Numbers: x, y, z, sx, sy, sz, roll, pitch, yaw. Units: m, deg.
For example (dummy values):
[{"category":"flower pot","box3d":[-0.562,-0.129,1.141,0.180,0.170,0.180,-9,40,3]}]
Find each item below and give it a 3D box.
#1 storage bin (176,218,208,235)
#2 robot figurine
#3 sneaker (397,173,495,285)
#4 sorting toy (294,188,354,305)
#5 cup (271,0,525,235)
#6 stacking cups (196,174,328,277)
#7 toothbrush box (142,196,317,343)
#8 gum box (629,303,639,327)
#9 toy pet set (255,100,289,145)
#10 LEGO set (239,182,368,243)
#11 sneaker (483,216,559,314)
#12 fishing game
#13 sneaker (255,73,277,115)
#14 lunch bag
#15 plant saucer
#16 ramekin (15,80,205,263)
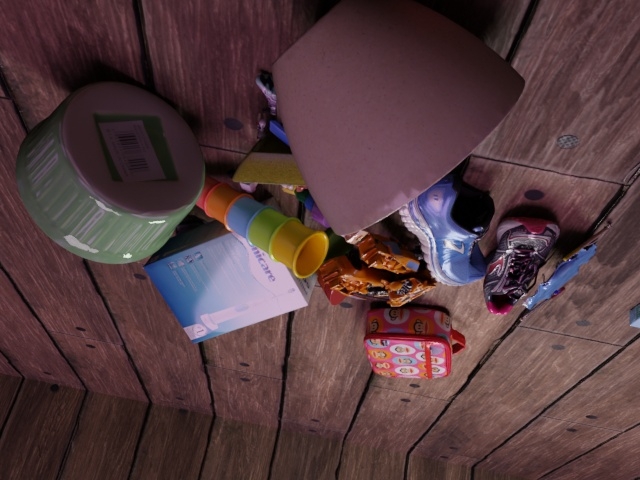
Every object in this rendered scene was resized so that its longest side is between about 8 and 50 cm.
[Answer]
[{"category":"storage bin","box3d":[-0.279,0.024,1.685,0.098,0.091,0.135,-4,148,25]},{"category":"robot figurine","box3d":[0.139,0.072,1.545,0.211,0.085,0.291,-32,148,28]},{"category":"sneaker","box3d":[0.268,-0.014,1.383,0.147,0.129,0.330,-4,147,30]},{"category":"sorting toy","box3d":[0.000,0.000,1.567,0.126,0.127,0.365,32,157,26]},{"category":"cup","box3d":[0.072,-0.202,0.984,0.237,0.331,0.331,49,140,-11]},{"category":"stacking cups","box3d":[-0.132,-0.043,1.357,0.316,0.096,0.096,31,161,29]},{"category":"toothbrush box","box3d":[-0.188,0.067,1.543,0.296,0.126,0.216,-21,113,21]},{"category":"gum box","box3d":[0.796,0.154,1.574,0.157,0.041,0.184,14,150,-3]},{"category":"toy pet set","box3d":[-0.046,-0.184,1.200,0.122,0.065,0.114,-3,170,-6]},{"category":"LEGO set","box3d":[-0.006,-0.088,1.336,0.287,0.132,0.107,29,165,25]},{"category":"sneaker","box3d":[0.405,0.050,1.463,0.121,0.112,0.299,9,150,6]},{"category":"fishing game","box3d":[0.478,0.069,1.456,0.041,0.189,0.264,49,159,23]},{"category":"sneaker","box3d":[-0.082,-0.236,1.210,0.098,0.038,0.069,31,145,-30]},{"category":"lunch bag","box3d":[0.255,0.275,1.919,0.258,0.120,0.293,0,151,12]},{"category":"plant saucer","box3d":[-0.037,-0.153,1.232,0.188,0.188,0.045,4,119,13]},{"category":"ramekin","box3d":[-0.349,-0.126,1.247,0.303,0.303,0.148,28,140,-28]}]
